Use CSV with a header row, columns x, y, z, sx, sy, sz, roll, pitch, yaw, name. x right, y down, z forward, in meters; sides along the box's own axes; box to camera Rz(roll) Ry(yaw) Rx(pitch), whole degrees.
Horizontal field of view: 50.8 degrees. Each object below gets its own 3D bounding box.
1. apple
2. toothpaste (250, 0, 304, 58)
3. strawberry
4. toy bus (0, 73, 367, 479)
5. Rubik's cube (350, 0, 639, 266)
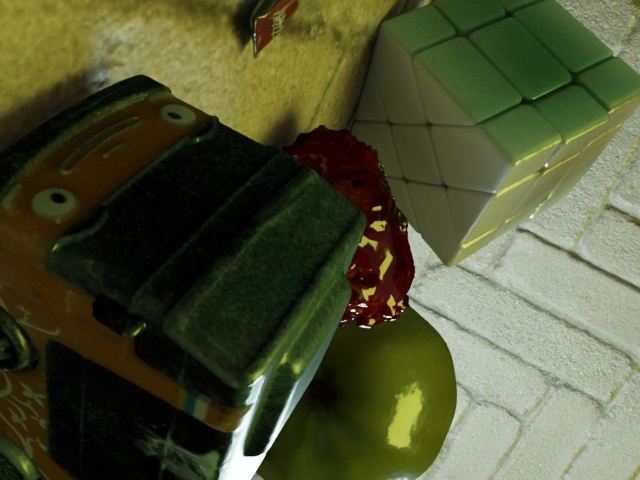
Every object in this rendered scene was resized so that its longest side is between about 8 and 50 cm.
x,y,z,sx,sy,sz,roll,pitch,yaw,name
0.039,0.293,1.323,0.473,0.474,0.473,-60,172,-14,apple
0.005,-0.259,0.576,0.239,0.039,0.062,-58,179,-12,toothpaste
0.000,0.000,0.869,0.221,0.274,0.274,-24,173,3,strawberry
-0.110,0.081,0.446,0.162,0.194,0.323,-52,168,-46,toy bus
0.277,-0.204,1.147,0.316,0.321,0.318,-29,158,-24,Rubik's cube
